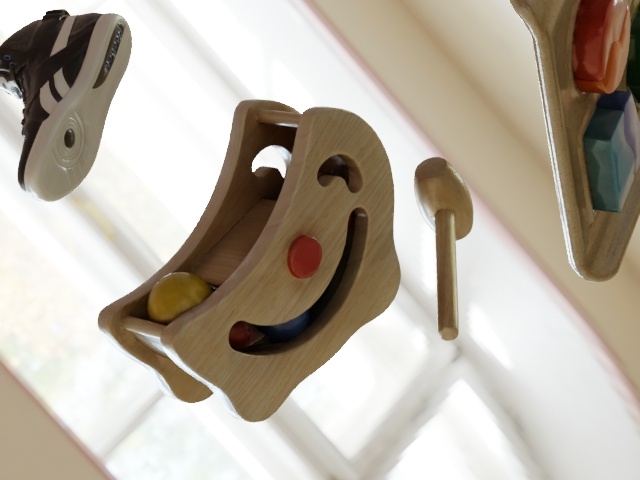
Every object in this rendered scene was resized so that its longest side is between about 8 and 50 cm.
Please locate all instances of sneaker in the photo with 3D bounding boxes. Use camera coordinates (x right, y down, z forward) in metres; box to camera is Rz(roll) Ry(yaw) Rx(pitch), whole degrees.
[{"bbox_3d":[-0.266,-0.125,1.713,0.121,0.079,0.217,5,-127,22],"label":"sneaker"}]

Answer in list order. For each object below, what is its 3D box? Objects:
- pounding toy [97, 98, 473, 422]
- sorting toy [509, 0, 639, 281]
[{"bbox_3d":[0.000,0.000,1.170,0.155,0.154,0.269,11,-138,45],"label":"pounding toy"},{"bbox_3d":[0.202,-0.155,1.149,0.041,0.229,0.307,5,-133,27],"label":"sorting toy"}]
